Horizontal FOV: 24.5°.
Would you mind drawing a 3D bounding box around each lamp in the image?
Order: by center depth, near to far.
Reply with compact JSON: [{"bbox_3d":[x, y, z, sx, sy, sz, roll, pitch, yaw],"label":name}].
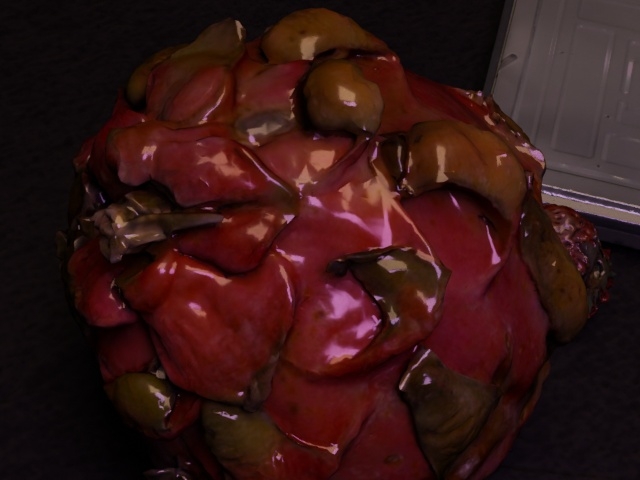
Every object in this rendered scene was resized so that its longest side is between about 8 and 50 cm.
[{"bbox_3d":[0.255,-0.096,1.093,0.269,0.047,0.266,13,51,6],"label":"lamp"}]

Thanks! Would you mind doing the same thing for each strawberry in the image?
[{"bbox_3d":[0.143,0.012,0.968,0.096,0.083,0.083,28,51,33],"label":"strawberry"}]

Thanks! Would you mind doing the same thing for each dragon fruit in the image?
[{"bbox_3d":[0.000,0.000,0.809,0.296,0.263,0.314,-32,56,-12],"label":"dragon fruit"}]
